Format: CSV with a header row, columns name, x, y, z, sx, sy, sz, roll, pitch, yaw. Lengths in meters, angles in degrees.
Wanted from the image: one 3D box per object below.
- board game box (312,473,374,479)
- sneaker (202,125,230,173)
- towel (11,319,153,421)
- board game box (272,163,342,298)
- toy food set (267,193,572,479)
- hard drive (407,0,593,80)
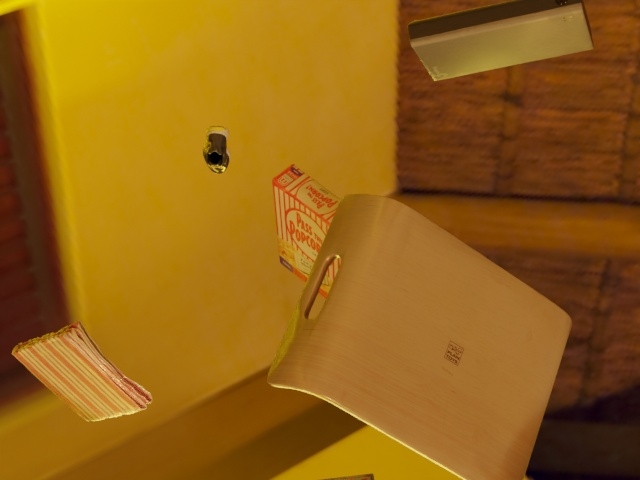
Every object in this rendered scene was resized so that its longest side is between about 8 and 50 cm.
name,x,y,z,sx,sy,sz,roll,pitch,yaw
board game box,-0.001,0.403,1.986,0.194,0.194,0.060,60,20,-61
sneaker,-0.116,-0.092,1.459,0.083,0.031,0.035,92,4,-62
towel,-0.306,0.171,1.714,0.144,0.029,0.197,47,-32,-15
board game box,0.000,0.000,1.944,0.147,0.045,0.193,37,-29,29
toy food set,0.112,0.119,1.379,0.306,0.219,0.092,32,-24,-22
hard drive,0.145,-0.163,1.070,0.094,0.135,0.022,35,47,-69
